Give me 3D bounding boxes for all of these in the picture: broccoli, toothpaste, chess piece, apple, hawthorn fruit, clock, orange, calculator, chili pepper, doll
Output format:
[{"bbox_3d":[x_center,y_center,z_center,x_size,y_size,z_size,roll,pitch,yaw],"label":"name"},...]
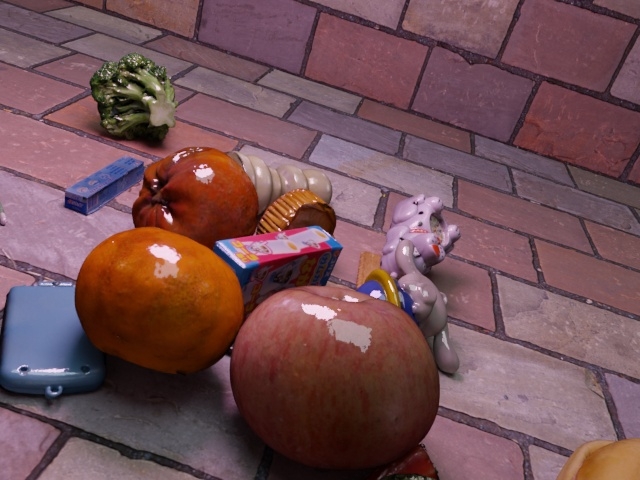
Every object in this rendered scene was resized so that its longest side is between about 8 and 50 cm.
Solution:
[{"bbox_3d":[-0.530,-0.412,1.832,0.245,0.294,0.265,27,68,42],"label":"broccoli"},{"bbox_3d":[-0.541,-0.145,1.578,0.066,0.053,0.272,17,29,8],"label":"toothpaste"},{"bbox_3d":[-0.111,-0.145,1.709,0.330,0.182,0.182,0,33,-37],"label":"chess piece"},{"bbox_3d":[0.025,0.203,1.017,0.345,0.269,0.345,0,23,0],"label":"apple"},{"bbox_3d":[-0.256,-0.060,1.389,0.298,0.277,0.277,31,15,-40],"label":"hawthorn fruit"},{"bbox_3d":[0.230,0.018,1.546,0.189,0.189,0.254,23,35,11],"label":"clock"},{"bbox_3d":[-0.267,0.101,1.049,0.284,0.226,0.284,22,-12,5],"label":"orange"},{"bbox_3d":[-0.461,0.163,1.080,0.173,0.051,0.293,5,32,-25],"label":"calculator"},{"bbox_3d":[0.106,0.395,0.989,0.169,0.065,0.088,-17,70,-36],"label":"chili pepper"},{"bbox_3d":[0.174,0.115,1.325,0.242,0.159,0.311,1,58,-10],"label":"doll"}]

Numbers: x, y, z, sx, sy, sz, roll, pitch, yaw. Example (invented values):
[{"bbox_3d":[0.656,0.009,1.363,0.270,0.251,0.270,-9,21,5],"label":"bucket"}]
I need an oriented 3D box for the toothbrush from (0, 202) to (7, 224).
[{"bbox_3d":[-0.754,-0.107,1.427,0.024,0.018,0.257,1,31,-40],"label":"toothbrush"}]

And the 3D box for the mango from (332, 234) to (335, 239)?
[{"bbox_3d":[0.000,0.000,1.610,0.080,0.060,0.114,18,25,-4],"label":"mango"}]

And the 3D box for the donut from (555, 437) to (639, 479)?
[{"bbox_3d":[0.538,0.480,0.923,0.449,0.198,0.449,14,28,-8],"label":"donut"}]

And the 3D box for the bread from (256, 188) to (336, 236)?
[{"bbox_3d":[-0.062,-0.027,1.482,0.199,0.199,0.104,-11,39,-41],"label":"bread"}]

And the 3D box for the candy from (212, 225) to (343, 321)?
[{"bbox_3d":[-0.101,0.069,1.312,0.100,0.157,0.306,38,29,29],"label":"candy"}]

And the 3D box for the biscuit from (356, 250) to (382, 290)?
[{"bbox_3d":[0.166,0.111,1.537,0.160,0.030,0.250,16,29,-2],"label":"biscuit"}]

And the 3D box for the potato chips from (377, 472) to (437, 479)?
[{"bbox_3d":[0.159,0.439,0.917,0.220,0.029,0.202,41,45,11],"label":"potato chips"}]

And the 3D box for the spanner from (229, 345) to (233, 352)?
[{"bbox_3d":[-0.226,0.186,1.196,0.325,0.026,0.093,14,28,-4],"label":"spanner"}]
